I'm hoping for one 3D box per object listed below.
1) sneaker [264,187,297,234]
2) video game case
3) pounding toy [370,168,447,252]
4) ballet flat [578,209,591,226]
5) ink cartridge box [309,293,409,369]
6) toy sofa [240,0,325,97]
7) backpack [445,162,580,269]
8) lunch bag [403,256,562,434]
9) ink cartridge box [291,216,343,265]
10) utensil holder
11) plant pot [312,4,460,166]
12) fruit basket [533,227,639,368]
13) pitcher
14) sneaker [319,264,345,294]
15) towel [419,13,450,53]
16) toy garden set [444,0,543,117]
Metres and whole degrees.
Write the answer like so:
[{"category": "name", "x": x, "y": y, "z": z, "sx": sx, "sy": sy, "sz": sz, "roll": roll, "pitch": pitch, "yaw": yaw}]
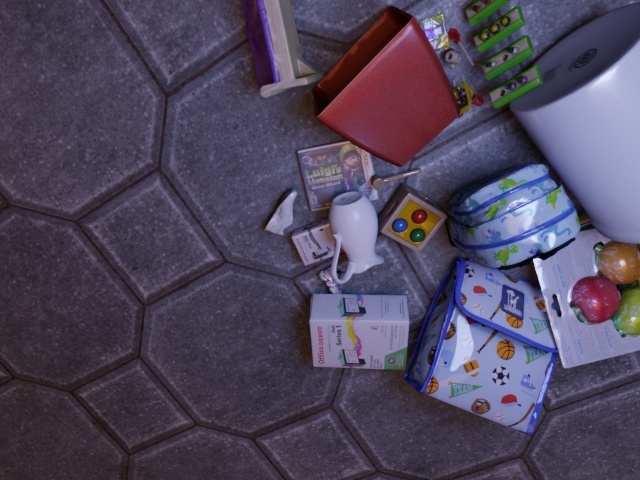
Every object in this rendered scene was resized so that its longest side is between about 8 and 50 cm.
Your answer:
[{"category": "sneaker", "x": -0.098, "y": -0.079, "z": 1.330, "sx": 0.061, "sy": 0.054, "sz": 0.152, "roll": 26, "pitch": 119, "yaw": -16}, {"category": "video game case", "x": 0.049, "y": -0.176, "z": 1.285, "sx": 0.190, "sy": 0.022, "sz": 0.173, "roll": -9, "pitch": 112, "yaw": 10}, {"category": "pounding toy", "x": 0.221, "y": -0.096, "z": 1.249, "sx": 0.205, "sy": 0.094, "sz": 0.181, "roll": 28, "pitch": 113, "yaw": -15}, {"category": "ballet flat", "x": 0.760, "y": -0.102, "z": 1.228, "sx": 0.232, "sy": 0.080, "sz": 0.073, "roll": -20, "pitch": 82, "yaw": 11}, {"category": "ink cartridge box", "x": 0.111, "y": 0.267, "z": 1.399, "sx": 0.277, "sy": 0.117, "sz": 0.202, "roll": 0, "pitch": 125, "yaw": 5}, {"category": "toy sofa", "x": -0.123, "y": -0.514, "z": 1.070, "sx": 0.176, "sy": 0.150, "sz": 0.363, "roll": -5, "pitch": 112, "yaw": 19}, {"category": "backpack", "x": 0.439, "y": -0.055, "z": 1.116, "sx": 0.289, "sy": 0.356, "sz": 0.274, "roll": -19, "pitch": 109, "yaw": 14}, {"category": "lunch bag", "x": 0.455, "y": 0.273, "z": 1.312, "sx": 0.327, "sy": 0.239, "sz": 0.386, "roll": 23, "pitch": 83, "yaw": -2}, {"category": "ink cartridge box", "x": 0.000, "y": 0.000, "z": 1.346, "sx": 0.135, "sy": 0.056, "sz": 0.099, "roll": -21, "pitch": 110, "yaw": 14}, {"category": "utensil holder", "x": 0.643, "y": -0.240, "z": 1.015, "sx": 0.327, "sy": 0.328, "sz": 0.385, "roll": -40, "pitch": 109, "yaw": 19}, {"category": "plant pot", "x": 0.160, "y": -0.332, "z": 1.093, "sx": 0.235, "sy": 0.267, "sz": 0.267, "roll": 39, "pitch": 112, "yaw": -22}, {"category": "fruit basket", "x": 0.743, "y": 0.127, "z": 1.231, "sx": 0.352, "sy": 0.165, "sz": 0.328, "roll": -15, "pitch": 84, "yaw": 5}, {"category": "pitcher", "x": 0.077, "y": -0.006, "z": 1.244, "sx": 0.125, "sy": 0.177, "sz": 0.207, "roll": 12, "pitch": 127, "yaw": 43}, {"category": "sneaker", "x": 0.049, "y": 0.115, "z": 1.400, "sx": 0.069, "sy": 0.038, "sz": 0.098, "roll": -35, "pitch": 106, "yaw": 19}, {"category": "towel", "x": 0.272, "y": -0.486, "z": 1.136, "sx": 0.060, "sy": 0.009, "sz": 0.083, "roll": -14, "pitch": 111, "yaw": 12}, {"category": "toy garden set", "x": 0.353, "y": -0.410, "z": 1.060, "sx": 0.203, "sy": 0.049, "sz": 0.245, "roll": -24, "pitch": 76, "yaw": 50}]
